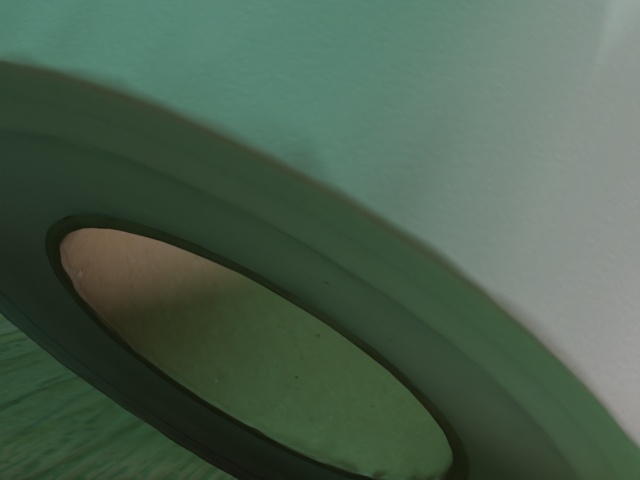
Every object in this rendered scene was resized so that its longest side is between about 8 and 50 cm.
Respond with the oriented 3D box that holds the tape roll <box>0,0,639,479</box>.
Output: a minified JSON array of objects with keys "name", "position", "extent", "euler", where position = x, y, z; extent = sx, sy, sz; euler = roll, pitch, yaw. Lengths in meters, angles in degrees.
[{"name":"tape roll","position":[0.000,0.000,0.498],"extent":[0.286,0.100,0.286],"euler":[26,-22,12]}]
